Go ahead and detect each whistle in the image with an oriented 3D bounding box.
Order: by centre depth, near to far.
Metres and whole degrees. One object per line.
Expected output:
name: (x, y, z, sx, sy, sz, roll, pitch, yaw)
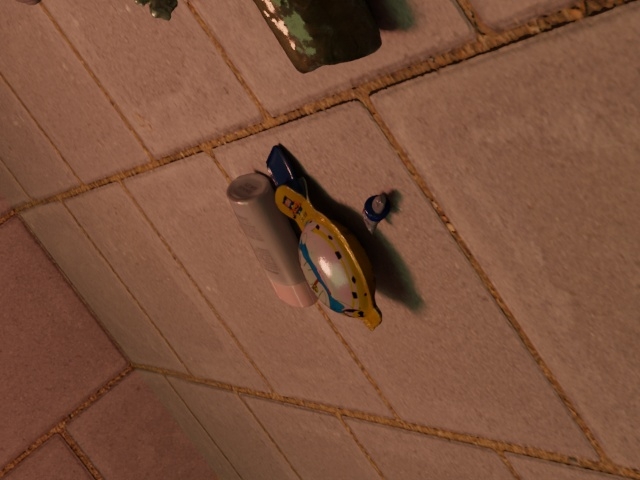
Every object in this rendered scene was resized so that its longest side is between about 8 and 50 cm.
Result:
whistle: (0.061, -0.031, 1.347, 0.083, 0.029, 0.033, 115, 146, -73)

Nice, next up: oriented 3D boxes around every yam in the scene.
yam: (-0.042, -0.264, 1.071, 0.259, 0.093, 0.093, 58, 159, -19)

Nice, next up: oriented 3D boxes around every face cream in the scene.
face cream: (-0.061, 0.002, 1.631, 0.084, 0.057, 0.198, 30, 154, 45)

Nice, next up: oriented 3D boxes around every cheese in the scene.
cheese: (0.000, 0.000, 1.487, 0.250, 0.064, 0.156, 59, 161, 12)

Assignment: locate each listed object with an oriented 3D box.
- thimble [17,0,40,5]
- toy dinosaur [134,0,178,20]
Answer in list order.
thimble: (-0.243, -0.345, 1.193, 0.157, 0.217, 0.245, 59, 177, -11)
toy dinosaur: (-0.300, -0.357, 1.472, 0.383, 0.076, 0.129, 41, -177, 42)
